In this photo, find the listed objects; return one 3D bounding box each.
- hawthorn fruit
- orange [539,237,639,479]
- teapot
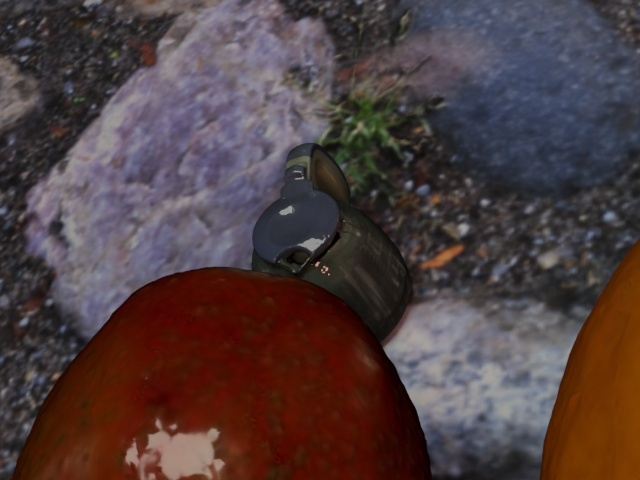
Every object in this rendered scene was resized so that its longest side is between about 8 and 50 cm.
[{"bbox_3d":[-0.061,0.128,0.960,0.254,0.254,0.300,-21,41,10],"label":"hawthorn fruit"},{"bbox_3d":[0.296,0.123,0.702,0.423,0.326,0.424,-16,43,15],"label":"orange"},{"bbox_3d":[0.008,0.003,1.134,0.111,0.108,0.149,12,58,34],"label":"teapot"}]
